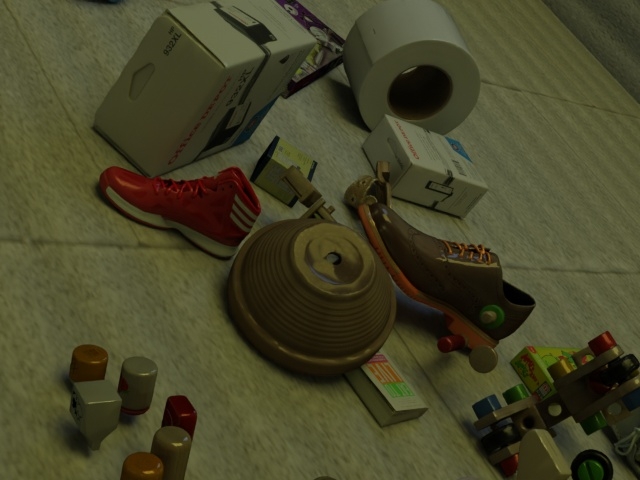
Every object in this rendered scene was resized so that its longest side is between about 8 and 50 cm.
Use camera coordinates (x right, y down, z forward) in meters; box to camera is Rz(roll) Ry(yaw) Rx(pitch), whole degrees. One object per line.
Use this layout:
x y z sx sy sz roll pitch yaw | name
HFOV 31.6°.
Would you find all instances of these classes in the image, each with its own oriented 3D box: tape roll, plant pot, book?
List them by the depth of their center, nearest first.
0.002 0.054 1.517 0.237 0.109 0.237 10 54 -15 | plant pot
0.079 0.190 1.582 0.096 0.035 0.144 2 43 -54 | book
0.178 -0.336 2.239 0.246 0.246 0.169 22 32 -28 | tape roll

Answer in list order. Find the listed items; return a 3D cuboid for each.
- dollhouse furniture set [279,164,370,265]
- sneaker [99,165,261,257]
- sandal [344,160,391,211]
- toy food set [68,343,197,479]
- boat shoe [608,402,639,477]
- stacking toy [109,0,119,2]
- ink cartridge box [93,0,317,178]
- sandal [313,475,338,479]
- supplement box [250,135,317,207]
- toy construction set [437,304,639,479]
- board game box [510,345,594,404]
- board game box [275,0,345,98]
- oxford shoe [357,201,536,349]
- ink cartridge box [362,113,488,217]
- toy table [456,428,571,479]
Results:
0.000 0.000 1.738 0.182 0.101 0.161 49 5 20 | dollhouse furniture set
-0.182 -0.074 1.556 0.221 0.128 0.087 25 31 -24 | sneaker
0.080 -0.074 1.947 0.079 0.088 0.240 3 25 1 | sandal
-0.199 0.211 1.188 0.111 0.104 0.232 -2 28 -33 | toy food set
0.559 0.357 1.807 0.103 0.118 0.320 3 50 -53 | boat shoe
-0.445 -0.554 1.965 0.302 0.175 0.166 27 -4 15 | stacking toy
-0.168 -0.241 1.717 0.129 0.223 0.307 43 29 8 | ink cartridge box
0.065 0.331 1.333 0.180 0.049 0.072 37 28 -3 | sandal
-0.059 -0.112 1.832 0.083 0.056 0.083 33 28 -9 | supplement box
0.336 0.218 1.689 0.309 0.257 0.237 35 9 16 | toy construction set
0.407 0.226 1.893 0.181 0.043 0.092 7 41 -44 | board game box
-0.075 -0.400 2.251 0.208 0.056 0.347 36 28 4 | board game box
0.195 0.034 1.742 0.364 0.133 0.130 39 22 -36 | oxford shoe
0.197 -0.139 2.139 0.203 0.086 0.148 15 36 -36 | ink cartridge box
0.278 0.377 1.400 0.252 0.161 0.274 -1 48 -50 | toy table
